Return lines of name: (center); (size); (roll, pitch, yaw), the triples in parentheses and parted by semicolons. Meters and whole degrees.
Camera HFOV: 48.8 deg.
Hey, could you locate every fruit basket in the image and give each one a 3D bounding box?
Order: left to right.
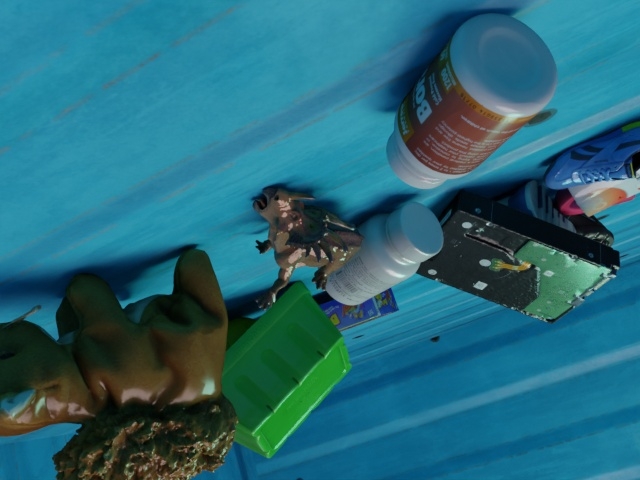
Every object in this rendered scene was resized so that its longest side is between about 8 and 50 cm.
fruit basket: (-0.158, 0.272, 1.655); (0.392, 0.392, 0.283); (-17, 143, -1)

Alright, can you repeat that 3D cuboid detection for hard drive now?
hard drive: (0.375, 0.039, 1.396); (0.339, 0.064, 0.237); (21, 145, -6)

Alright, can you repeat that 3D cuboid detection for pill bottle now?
pill bottle: (0.110, 0.023, 1.297); (0.131, 0.131, 0.229); (-3, 159, -41)
pill bottle: (0.157, -0.144, 0.802); (0.121, 0.121, 0.216); (-11, 162, -23)

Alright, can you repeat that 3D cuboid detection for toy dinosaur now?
toy dinosaur: (0.000, 0.000, 1.139); (0.200, 0.127, 0.295); (-38, 161, 35)

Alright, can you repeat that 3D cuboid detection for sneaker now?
sneaker: (0.424, 0.002, 1.493); (0.182, 0.127, 0.315); (-13, 137, 36)
sneaker: (0.530, -0.037, 1.598); (0.267, 0.106, 0.101); (13, 133, -20)
sneaker: (0.497, -0.133, 1.241); (0.209, 0.082, 0.069); (-26, 138, 25)

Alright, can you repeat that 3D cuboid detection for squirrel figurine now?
squirrel figurine: (-0.337, 0.248, 1.101); (0.370, 0.397, 0.281); (-14, 171, -46)

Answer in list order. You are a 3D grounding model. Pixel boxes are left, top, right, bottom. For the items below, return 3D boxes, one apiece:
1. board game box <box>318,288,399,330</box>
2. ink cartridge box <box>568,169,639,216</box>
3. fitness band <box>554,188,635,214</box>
board game box: (0.015, 0.216, 1.894); (0.347, 0.078, 0.233); (-22, 171, 18)
ink cartridge box: (0.536, -0.123, 1.326); (0.145, 0.045, 0.179); (-29, 146, 26)
fitness band: (0.632, -0.131, 1.489); (0.291, 0.054, 0.209); (-15, 161, -12)
